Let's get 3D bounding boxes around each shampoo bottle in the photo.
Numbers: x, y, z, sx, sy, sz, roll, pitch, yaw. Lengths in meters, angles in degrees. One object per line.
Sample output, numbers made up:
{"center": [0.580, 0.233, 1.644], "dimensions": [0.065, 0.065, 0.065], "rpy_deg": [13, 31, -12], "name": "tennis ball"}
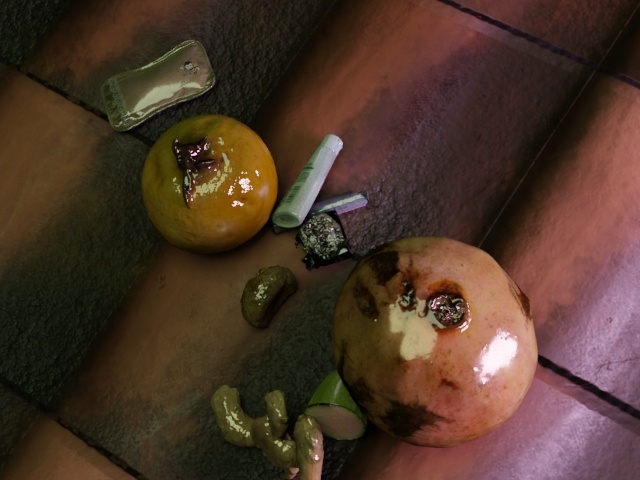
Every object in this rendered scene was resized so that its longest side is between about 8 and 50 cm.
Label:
{"center": [-0.018, -0.104, 2.015], "dimensions": [0.069, 0.041, 0.190], "rpy_deg": [-14, 39, 50], "name": "shampoo bottle"}

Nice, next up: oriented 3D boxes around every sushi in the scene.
{"center": [0.000, 0.000, 1.975], "dimensions": [0.085, 0.056, 0.083], "rpy_deg": [-20, 77, 8], "name": "sushi"}

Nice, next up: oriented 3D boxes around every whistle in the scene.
{"center": [-0.001, -0.050, 2.016], "dimensions": [0.177, 0.033, 0.033], "rpy_deg": [-19, 64, 7], "name": "whistle"}

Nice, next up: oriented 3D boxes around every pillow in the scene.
{"center": [-0.304, -0.287, 2.191], "dimensions": [0.218, 0.033, 0.130], "rpy_deg": [-23, 63, 4], "name": "pillow"}

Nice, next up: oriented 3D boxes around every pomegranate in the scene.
{"center": [0.168, 0.146, 1.759], "dimensions": [0.322, 0.322, 0.322], "rpy_deg": [-5, 66, 12], "name": "pomegranate"}

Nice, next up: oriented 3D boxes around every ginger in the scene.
{"center": [-0.077, 0.298, 1.852], "dimensions": [0.259, 0.065, 0.149], "rpy_deg": [42, 117, 33], "name": "ginger"}

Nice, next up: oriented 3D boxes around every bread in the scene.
{"center": [-0.092, 0.086, 1.955], "dimensions": [0.060, 0.082, 0.113], "rpy_deg": [36, 76, 27], "name": "bread"}

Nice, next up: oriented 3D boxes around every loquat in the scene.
{"center": [-0.187, -0.097, 1.971], "dimensions": [0.244, 0.244, 0.243], "rpy_deg": [-5, 66, 12], "name": "loquat"}

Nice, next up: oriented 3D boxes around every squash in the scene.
{"center": [0.037, 0.234, 1.864], "dimensions": [0.105, 0.105, 0.132], "rpy_deg": [6, 52, 16], "name": "squash"}
